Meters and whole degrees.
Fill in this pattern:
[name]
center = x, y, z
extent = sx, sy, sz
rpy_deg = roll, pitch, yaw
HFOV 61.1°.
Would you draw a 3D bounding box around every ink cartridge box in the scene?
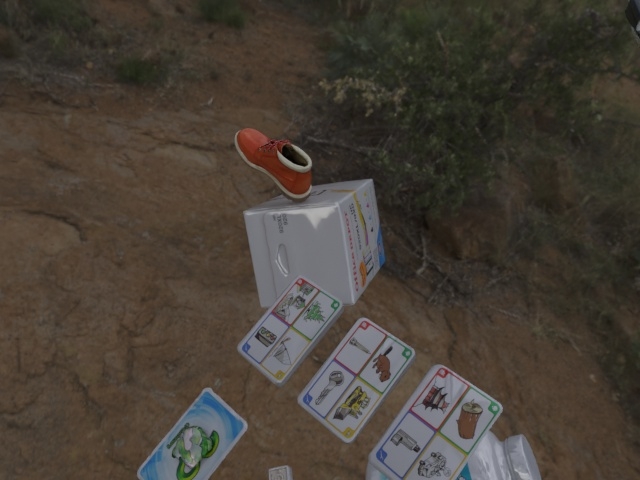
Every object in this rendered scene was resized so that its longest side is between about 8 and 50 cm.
[ink cartridge box]
center = 0.000, 0.000, 0.952
extent = 0.168, 0.171, 0.232
rpy_deg = -5, 14, 21

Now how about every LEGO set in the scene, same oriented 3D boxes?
[LEGO set]
center = -0.022, 0.164, 0.361
extent = 0.182, 0.060, 0.244
rpy_deg = 29, 72, 34

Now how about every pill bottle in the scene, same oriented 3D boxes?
[pill bottle]
center = 0.218, 0.396, 0.894
extent = 0.146, 0.264, 0.146
rpy_deg = 50, 27, -37

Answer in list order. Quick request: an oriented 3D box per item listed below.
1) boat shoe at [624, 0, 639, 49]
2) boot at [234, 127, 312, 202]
[boat shoe]
center = 0.283, -0.162, 0.388
extent = 0.079, 0.095, 0.255
rpy_deg = 47, 34, -25
[boot]
center = -0.072, -0.137, 0.839
extent = 0.158, 0.085, 0.059
rpy_deg = 40, 63, 15
